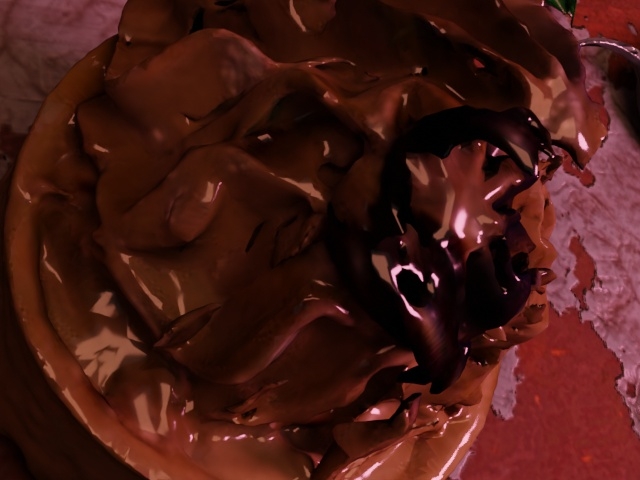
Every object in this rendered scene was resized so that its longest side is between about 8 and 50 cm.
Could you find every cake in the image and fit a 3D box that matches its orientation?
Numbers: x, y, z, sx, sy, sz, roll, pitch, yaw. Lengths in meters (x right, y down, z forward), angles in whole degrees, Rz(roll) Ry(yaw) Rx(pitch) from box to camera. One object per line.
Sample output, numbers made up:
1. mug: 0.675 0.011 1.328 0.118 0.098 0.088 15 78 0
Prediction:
1. cake: -0.008 -0.002 0.565 0.333 0.321 0.332 14 61 -27

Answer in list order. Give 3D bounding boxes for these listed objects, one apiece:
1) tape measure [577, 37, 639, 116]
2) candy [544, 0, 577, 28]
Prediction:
1. tape measure: 0.313 -0.125 0.959 0.330 0.084 0.164 -15 74 -37
2. candy: 0.185 -0.307 0.964 0.203 0.078 0.141 36 66 -28
